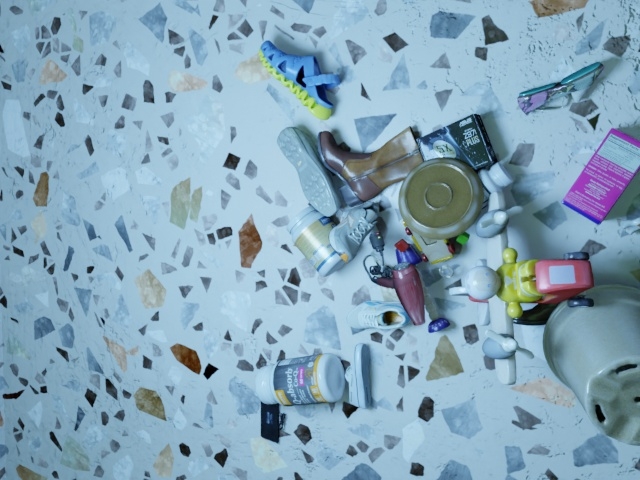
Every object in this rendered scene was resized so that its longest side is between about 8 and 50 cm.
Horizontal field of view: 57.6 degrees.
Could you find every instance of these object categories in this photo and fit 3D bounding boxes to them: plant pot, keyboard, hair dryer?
[{"bbox_3d":[0.730,0.313,1.401,0.334,0.305,0.333,4,107,13],"label":"plant pot"},{"bbox_3d":[-0.171,0.646,2.116,0.108,0.023,0.180,7,102,32],"label":"keyboard"},{"bbox_3d":[0.232,0.123,1.741,0.080,0.223,0.293,-24,64,-13],"label":"hair dryer"},{"bbox_3d":[0.326,-0.120,1.600,0.237,0.032,0.236,-4,79,20],"label":"plant pot"}]

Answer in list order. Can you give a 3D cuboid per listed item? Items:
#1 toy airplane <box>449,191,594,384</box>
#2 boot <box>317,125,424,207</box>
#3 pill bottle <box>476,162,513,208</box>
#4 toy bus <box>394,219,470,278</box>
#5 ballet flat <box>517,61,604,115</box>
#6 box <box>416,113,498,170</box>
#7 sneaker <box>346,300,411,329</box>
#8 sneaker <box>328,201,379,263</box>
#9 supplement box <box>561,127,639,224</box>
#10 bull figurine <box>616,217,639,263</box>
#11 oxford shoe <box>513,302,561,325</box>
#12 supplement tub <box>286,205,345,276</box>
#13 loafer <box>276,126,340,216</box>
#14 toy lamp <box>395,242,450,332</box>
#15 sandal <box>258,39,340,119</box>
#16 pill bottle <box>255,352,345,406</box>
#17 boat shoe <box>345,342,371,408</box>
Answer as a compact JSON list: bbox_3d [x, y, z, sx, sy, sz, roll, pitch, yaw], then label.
[{"bbox_3d":[0.466,0.113,1.510,0.386,0.273,0.384,57,132,46],"label":"toy airplane"},{"bbox_3d":[0.151,-0.267,1.763,0.281,0.096,0.264,-27,85,27],"label":"boot"},{"bbox_3d":[0.448,-0.141,1.632,0.169,0.094,0.094,-38,81,26],"label":"pill bottle"},{"bbox_3d":[0.331,-0.020,1.702,0.191,0.104,0.202,21,129,10],"label":"toy bus"},{"bbox_3d":[0.630,-0.387,1.519,0.222,0.077,0.079,-18,108,33],"label":"ballet flat"},{"bbox_3d":[0.388,-0.255,1.653,0.180,0.078,0.147,-21,88,28],"label":"box"},{"bbox_3d":[0.179,0.237,1.831,0.229,0.092,0.087,-12,94,29],"label":"sneaker"},{"bbox_3d":[0.108,-0.039,1.729,0.121,0.262,0.099,-33,111,30],"label":"sneaker"},{"bbox_3d":[0.725,-0.163,1.477,0.114,0.111,0.220,36,112,18],"label":"supplement box"},{"bbox_3d":[0.861,-0.024,1.438,0.188,0.101,0.310,-25,86,31],"label":"bull figurine"},{"bbox_3d":[0.628,0.181,1.605,0.227,0.083,0.096,-13,90,16],"label":"oxford shoe"},{"bbox_3d":[0.000,0.000,1.854,0.199,0.144,0.144,50,116,11],"label":"supplement tub"},{"bbox_3d":[-0.020,-0.224,1.844,0.112,0.111,0.319,-35,79,38],"label":"loafer"},{"bbox_3d":[0.302,0.142,1.762,0.080,0.080,0.274,-24,86,28],"label":"toy lamp"},{"bbox_3d":[-0.056,-0.524,1.820,0.317,0.126,0.138,43,111,6],"label":"sandal"},{"bbox_3d":[-0.070,0.473,1.957,0.279,0.162,0.162,-15,91,28],"label":"pill bottle"},{"bbox_3d":[0.115,0.443,1.902,0.076,0.083,0.226,1,99,26],"label":"boat shoe"}]
